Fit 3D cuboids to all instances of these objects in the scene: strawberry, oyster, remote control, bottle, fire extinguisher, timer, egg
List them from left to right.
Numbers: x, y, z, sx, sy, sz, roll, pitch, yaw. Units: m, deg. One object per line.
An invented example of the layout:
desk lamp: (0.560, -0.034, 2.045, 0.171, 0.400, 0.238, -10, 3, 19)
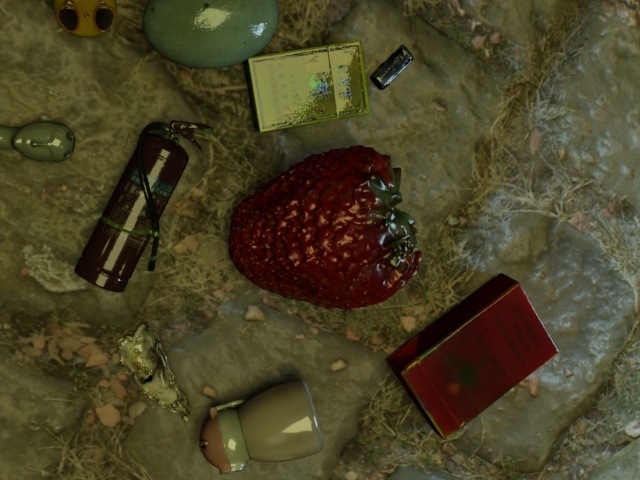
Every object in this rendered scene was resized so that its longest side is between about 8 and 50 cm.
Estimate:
timer: (-0.400, -0.404, 1.384, 0.107, 0.109, 0.107, -10, 133, -11)
fire extinguisher: (-0.309, -0.072, 1.461, 0.141, 0.105, 0.341, 26, 93, -34)
oyster: (-0.318, 0.254, 1.557, 0.106, 0.061, 0.200, -10, 102, 4)
egg: (-0.186, -0.381, 1.397, 0.236, 0.169, 0.169, -11, 104, -13)
bottle: (-0.123, 0.370, 1.584, 0.236, 0.147, 0.147, -16, 105, -5)
strawberry: (0.000, 0.000, 1.497, 0.351, 0.267, 0.312, -14, 112, 12)
remote control: (0.140, -0.336, 1.584, 0.096, 0.014, 0.039, -45, 109, -5)

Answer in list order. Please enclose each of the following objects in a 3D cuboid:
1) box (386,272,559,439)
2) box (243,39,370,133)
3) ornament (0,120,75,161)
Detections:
box: (0.320, 0.242, 1.712, 0.313, 0.089, 0.197, -36, 110, -7)
box: (-0.024, -0.288, 1.519, 0.220, 0.064, 0.141, -12, 104, -12)
ornament: (-0.502, -0.172, 1.396, 0.156, 0.081, 0.075, 6, 102, -13)
